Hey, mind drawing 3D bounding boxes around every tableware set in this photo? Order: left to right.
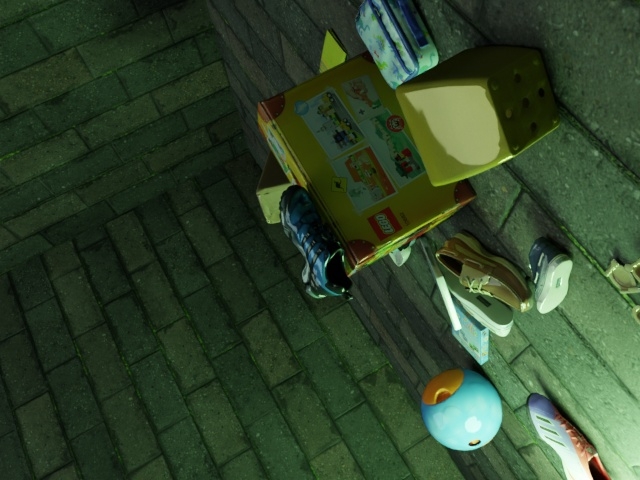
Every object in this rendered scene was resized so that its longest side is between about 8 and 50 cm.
[{"bbox_3d":[0.595,0.099,0.981,0.168,0.020,0.141,58,169,14],"label":"tableware set"}]

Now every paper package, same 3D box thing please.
[{"bbox_3d":[-0.067,-0.243,2.135,0.324,0.310,0.168,-83,-22,-53],"label":"paper package"}]

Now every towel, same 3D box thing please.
[{"bbox_3d":[0.042,-0.590,1.775,0.102,0.021,0.237,54,167,8],"label":"towel"}]

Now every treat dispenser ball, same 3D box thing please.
[{"bbox_3d":[0.513,0.614,1.966,0.288,0.288,0.288,58,169,18],"label":"treat dispenser ball"}]

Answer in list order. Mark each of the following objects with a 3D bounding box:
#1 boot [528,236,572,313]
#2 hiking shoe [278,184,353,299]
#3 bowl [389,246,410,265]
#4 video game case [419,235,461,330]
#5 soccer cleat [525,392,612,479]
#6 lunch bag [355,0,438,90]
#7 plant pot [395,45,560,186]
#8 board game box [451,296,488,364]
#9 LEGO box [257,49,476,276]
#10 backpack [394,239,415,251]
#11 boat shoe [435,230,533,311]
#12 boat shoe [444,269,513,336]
[{"bbox_3d":[0.511,0.079,1.223,0.189,0.069,0.086,84,163,-45],"label":"boot"},{"bbox_3d":[0.000,0.000,1.339,0.132,0.113,0.303,-4,112,45],"label":"hiking shoe"},{"bbox_3d":[0.294,0.019,2.076,0.142,0.053,0.142,57,169,14],"label":"bowl"},{"bbox_3d":[0.386,0.132,1.747,0.285,0.025,0.203,-90,-22,-65],"label":"video game case"},{"bbox_3d":[0.705,0.568,1.517,0.318,0.109,0.116,60,149,13],"label":"soccer cleat"},{"bbox_3d":[0.176,-0.476,1.262,0.218,0.090,0.176,61,167,-6],"label":"lunch bag"},{"bbox_3d":[0.305,-0.240,0.997,0.187,0.212,0.212,8,127,62],"label":"plant pot"},{"bbox_3d":[0.512,0.311,1.855,0.160,0.039,0.211,51,166,42],"label":"board game box"},{"bbox_3d":[0.113,-0.213,1.466,0.499,0.373,0.193,60,170,8],"label":"LEGO box"},{"bbox_3d":[0.260,-0.027,1.824,0.173,0.158,0.116,55,-170,-73],"label":"backpack"},{"bbox_3d":[0.434,0.098,1.457,0.324,0.117,0.123,47,162,52],"label":"boat shoe"},{"bbox_3d":[0.464,0.187,1.612,0.258,0.095,0.084,53,163,40],"label":"boat shoe"}]
